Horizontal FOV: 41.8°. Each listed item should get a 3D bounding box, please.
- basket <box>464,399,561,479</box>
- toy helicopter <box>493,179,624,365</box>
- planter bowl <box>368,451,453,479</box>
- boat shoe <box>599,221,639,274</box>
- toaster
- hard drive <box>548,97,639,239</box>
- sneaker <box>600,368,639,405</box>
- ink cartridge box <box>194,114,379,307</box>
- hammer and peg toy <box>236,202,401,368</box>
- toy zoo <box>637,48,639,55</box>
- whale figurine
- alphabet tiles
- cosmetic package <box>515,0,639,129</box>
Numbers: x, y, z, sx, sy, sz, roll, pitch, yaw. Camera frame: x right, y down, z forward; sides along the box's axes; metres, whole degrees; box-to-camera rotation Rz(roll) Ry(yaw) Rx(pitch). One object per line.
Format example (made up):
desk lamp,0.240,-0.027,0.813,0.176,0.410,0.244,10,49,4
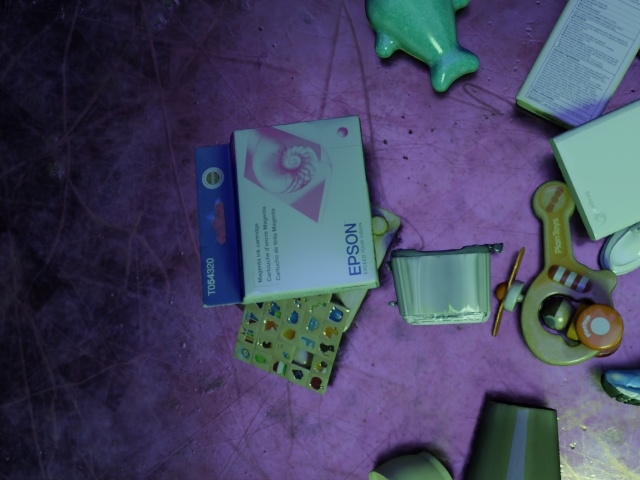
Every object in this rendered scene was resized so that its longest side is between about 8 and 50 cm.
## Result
basket,0.358,0.416,1.548,0.204,0.154,0.226,6,83,7
toy helicopter,0.436,0.060,1.587,0.235,0.140,0.355,-6,75,17
planter bowl,0.184,0.467,1.575,0.109,0.162,0.162,-34,81,-21
boat shoe,0.619,-0.023,1.570,0.226,0.076,0.083,-44,81,4
toaster,0.241,0.082,1.597,0.227,0.129,0.146,-3,90,6
hard drive,0.595,-0.155,1.511,0.308,0.040,0.203,-24,94,2
sneaker,0.674,0.227,1.533,0.330,0.130,0.147,-7,78,0
ink cartridge box,-0.072,-0.054,1.542,0.330,0.071,0.324,-7,74,4
hammer and peg toy,-0.037,0.059,1.637,0.266,0.127,0.361,28,91,9
toy zoo,0.667,-0.443,1.613,0.293,0.030,0.192,43,93,9
whale figurine,0.199,-0.428,1.628,0.216,0.141,0.272,-31,83,5
alphabet tiles,-0.055,0.160,1.592,0.198,0.009,0.237,21,115,13
cosmetic package,0.508,-0.366,1.570,0.160,0.113,0.309,30,99,10
